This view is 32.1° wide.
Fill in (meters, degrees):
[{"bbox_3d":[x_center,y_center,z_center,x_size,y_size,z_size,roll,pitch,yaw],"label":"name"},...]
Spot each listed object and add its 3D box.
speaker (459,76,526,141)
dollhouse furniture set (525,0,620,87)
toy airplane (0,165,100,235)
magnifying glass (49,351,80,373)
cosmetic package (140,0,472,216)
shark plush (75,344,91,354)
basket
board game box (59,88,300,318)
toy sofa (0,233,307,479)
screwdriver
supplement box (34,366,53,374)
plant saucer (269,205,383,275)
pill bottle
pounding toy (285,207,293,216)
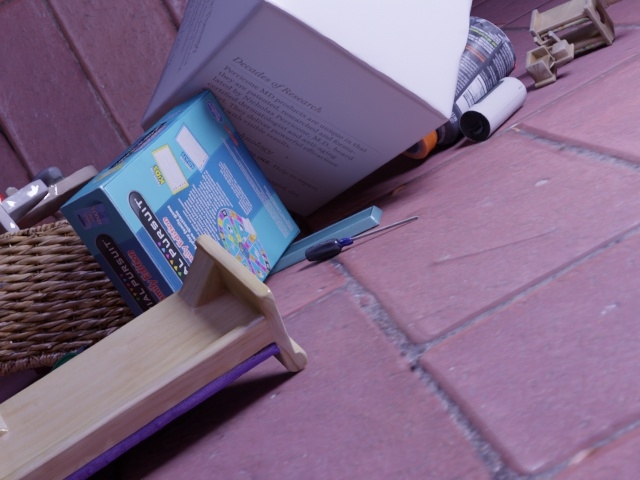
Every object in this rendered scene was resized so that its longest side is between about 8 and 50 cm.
[{"bbox_3d":[0.273,-0.207,1.753,0.055,0.055,0.136,-15,19,44],"label":"speaker"},{"bbox_3d":[0.452,-0.334,1.861,0.182,0.101,0.161,-18,41,36],"label":"dollhouse furniture set"},{"bbox_3d":[-0.583,0.006,1.887,0.384,0.272,0.386,-57,-25,11],"label":"toy airplane"},{"bbox_3d":[-0.284,0.192,1.390,0.231,0.026,0.092,0,70,52],"label":"magnifying glass"},{"bbox_3d":[-0.016,-0.302,1.716,0.394,0.327,0.329,-33,35,49],"label":"cosmetic package"},{"bbox_3d":[-0.338,0.195,1.501,0.161,0.073,0.067,-16,48,29],"label":"shark plush"},{"bbox_3d":[-0.382,0.111,1.660,0.299,0.223,0.213,-12,-23,5],"label":"basket"},{"bbox_3d":[-0.175,-0.027,1.504,0.079,0.253,0.336,-24,17,29],"label":"board game box"},{"bbox_3d":[-0.200,0.173,1.160,0.363,0.177,0.150,-33,38,-17],"label":"toy sofa"},{"bbox_3d":[0.057,-0.005,1.522,0.170,0.024,0.025,-19,-14,14],"label":"screwdriver"},{"bbox_3d":[-0.423,0.171,1.778,0.055,0.043,0.083,-20,15,27],"label":"supplement box"},{"bbox_3d":[0.000,0.000,1.614,0.192,0.018,0.067,-26,13,15],"label":"plant saucer"},{"bbox_3d":[0.204,-0.244,1.815,0.245,0.130,0.130,-49,21,-25],"label":"pill bottle"},{"bbox_3d":[-0.065,-0.129,1.927,0.094,0.206,0.181,-26,-30,13],"label":"pounding toy"}]
